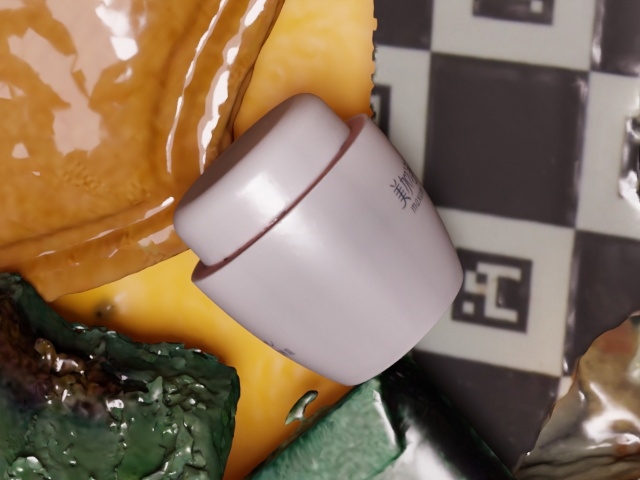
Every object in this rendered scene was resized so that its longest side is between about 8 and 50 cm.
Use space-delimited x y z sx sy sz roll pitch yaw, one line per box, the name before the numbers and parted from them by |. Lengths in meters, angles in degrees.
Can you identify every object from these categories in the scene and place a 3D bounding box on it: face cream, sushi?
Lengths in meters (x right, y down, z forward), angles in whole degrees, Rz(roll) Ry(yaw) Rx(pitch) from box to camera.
face cream | 0.000 0.000 0.633 0.091 0.091 0.095 -41 101 17
sushi | 0.186 0.027 0.647 0.343 0.064 0.359 9 110 20

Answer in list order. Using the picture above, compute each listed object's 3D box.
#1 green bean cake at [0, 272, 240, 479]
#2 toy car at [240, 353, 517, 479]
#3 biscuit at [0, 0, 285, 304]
green bean cake | -0.162 0.070 0.664 0.193 0.107 0.208 -33 115 27
toy car | -0.042 0.189 0.699 0.320 0.097 0.141 -42 87 23
biscuit | -0.199 -0.169 0.672 0.349 0.078 0.455 -39 95 20
